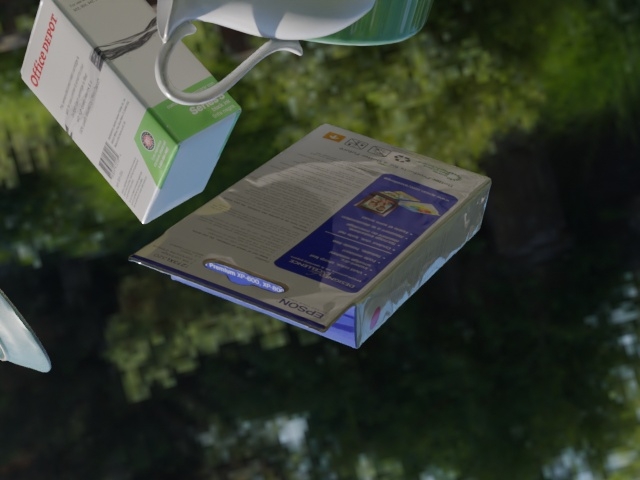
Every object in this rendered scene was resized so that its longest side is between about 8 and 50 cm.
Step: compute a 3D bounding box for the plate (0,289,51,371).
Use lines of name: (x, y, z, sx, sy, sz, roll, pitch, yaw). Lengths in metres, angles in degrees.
plate: (-0.291, 0.044, 1.453, 0.024, 0.188, 0.188, -45, -168, -18)

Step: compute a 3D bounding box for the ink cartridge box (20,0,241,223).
ink cartridge box: (-0.250, -0.191, 2.312, 0.115, 0.273, 0.198, -32, 165, -33)

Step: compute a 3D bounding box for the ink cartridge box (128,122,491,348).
ink cartridge box: (0.000, 0.000, 1.524, 0.176, 0.069, 0.371, 20, -155, 19)

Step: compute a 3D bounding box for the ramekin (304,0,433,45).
ramekin: (-0.002, -0.327, 1.988, 0.303, 0.148, 0.303, 9, -157, -4)

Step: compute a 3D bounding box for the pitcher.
pitcher: (-0.056, -0.218, 1.633, 0.207, 0.177, 0.125, -7, -161, -14)
